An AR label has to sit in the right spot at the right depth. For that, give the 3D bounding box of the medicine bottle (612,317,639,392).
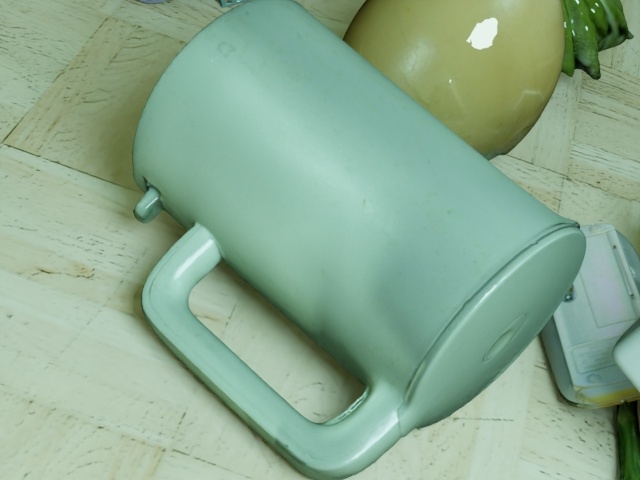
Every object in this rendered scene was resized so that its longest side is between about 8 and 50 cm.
[{"bbox_3d":[0.369,0.158,0.850,0.324,0.124,0.179,52,39,9],"label":"medicine bottle"}]

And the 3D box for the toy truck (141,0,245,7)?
[{"bbox_3d":[-0.128,-0.307,1.267,0.178,0.115,0.080,-15,47,-3],"label":"toy truck"}]

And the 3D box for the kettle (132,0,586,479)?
[{"bbox_3d":[0.007,-0.012,0.912,0.318,0.205,0.265,42,43,22],"label":"kettle"}]

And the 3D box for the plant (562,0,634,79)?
[{"bbox_3d":[0.222,-0.328,1.262,0.251,0.333,0.180,-6,29,-9],"label":"plant"}]

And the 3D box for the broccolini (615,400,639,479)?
[{"bbox_3d":[0.244,0.176,0.904,0.051,0.054,0.239,47,32,-21],"label":"broccolini"}]

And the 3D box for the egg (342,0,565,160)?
[{"bbox_3d":[0.127,-0.176,1.118,0.201,0.244,0.201,22,38,-18],"label":"egg"}]

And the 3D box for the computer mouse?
[{"bbox_3d":[0.235,0.065,0.995,0.102,0.045,0.199,-17,41,9],"label":"computer mouse"}]
